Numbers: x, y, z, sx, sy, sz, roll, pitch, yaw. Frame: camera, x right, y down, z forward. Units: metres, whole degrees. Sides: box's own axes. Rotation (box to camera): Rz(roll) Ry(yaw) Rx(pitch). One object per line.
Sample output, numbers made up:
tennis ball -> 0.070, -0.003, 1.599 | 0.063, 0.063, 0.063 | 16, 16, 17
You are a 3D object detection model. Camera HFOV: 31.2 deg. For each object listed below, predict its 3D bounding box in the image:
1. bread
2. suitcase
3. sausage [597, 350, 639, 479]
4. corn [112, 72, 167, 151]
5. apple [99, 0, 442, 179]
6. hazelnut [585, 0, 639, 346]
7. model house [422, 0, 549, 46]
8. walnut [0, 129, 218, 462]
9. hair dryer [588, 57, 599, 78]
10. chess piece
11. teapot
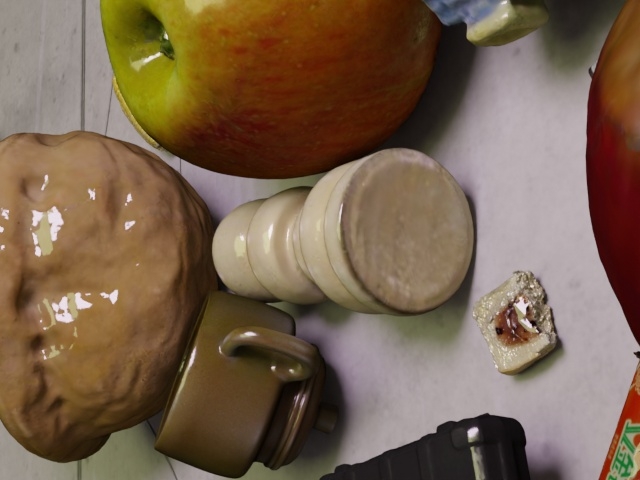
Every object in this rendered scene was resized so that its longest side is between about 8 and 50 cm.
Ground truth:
bread -> 0.177, 0.077, 1.046 | 0.070, 0.035, 0.083 | -39, 57, 38
suitcase -> 0.093, 0.283, 1.028 | 0.285, 0.066, 0.206 | -38, 53, 53
sausage -> 0.248, 0.221, 0.903 | 0.083, 0.083, 0.264 | 24, 100, 49
corn -> -0.231, -0.192, 1.556 | 0.085, 0.063, 0.165 | -41, 51, 5
apple -> -0.051, -0.228, 1.150 | 0.339, 0.339, 0.340 | -14, 71, 46
hazelnut -> 0.349, -0.067, 0.600 | 0.429, 0.402, 0.402 | -37, 54, 18
model house -> 0.200, -0.323, 0.977 | 0.321, 0.261, 0.266 | -22, 76, 44
walnut -> -0.297, 0.052, 1.381 | 0.383, 0.383, 0.384 | -14, 71, 46
hair dryer -> 0.323, -0.135, 0.932 | 0.155, 0.044, 0.183 | -51, 53, 30
chess piece -> 0.000, 0.000, 1.186 | 0.299, 0.167, 0.167 | -6, 77, 54
teapot -> -0.062, 0.156, 1.197 | 0.268, 0.175, 0.186 | 121, 165, -59
